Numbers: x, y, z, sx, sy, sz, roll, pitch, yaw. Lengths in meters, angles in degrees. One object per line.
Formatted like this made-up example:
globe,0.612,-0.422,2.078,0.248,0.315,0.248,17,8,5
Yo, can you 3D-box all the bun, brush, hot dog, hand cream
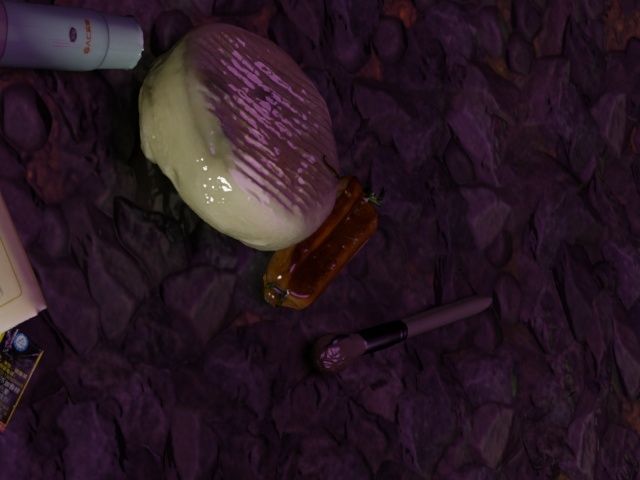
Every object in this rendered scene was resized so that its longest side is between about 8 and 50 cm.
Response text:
bun,-0.084,-0.095,1.827,0.210,0.116,0.237,29,40,-33
brush,0.092,0.088,2.027,0.299,0.039,0.042,-17,94,-46
hot dog,0.000,0.000,1.937,0.188,0.055,0.072,-48,119,-39
hand cream,-0.301,-0.181,1.676,0.331,0.058,0.085,1,102,-41

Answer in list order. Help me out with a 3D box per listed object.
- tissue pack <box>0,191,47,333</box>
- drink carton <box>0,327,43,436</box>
tissue pack,-0.343,-0.017,1.545,0.159,0.125,0.234,-32,106,-42
drink carton,-0.296,0.149,1.600,0.056,0.071,0.165,47,54,-33
